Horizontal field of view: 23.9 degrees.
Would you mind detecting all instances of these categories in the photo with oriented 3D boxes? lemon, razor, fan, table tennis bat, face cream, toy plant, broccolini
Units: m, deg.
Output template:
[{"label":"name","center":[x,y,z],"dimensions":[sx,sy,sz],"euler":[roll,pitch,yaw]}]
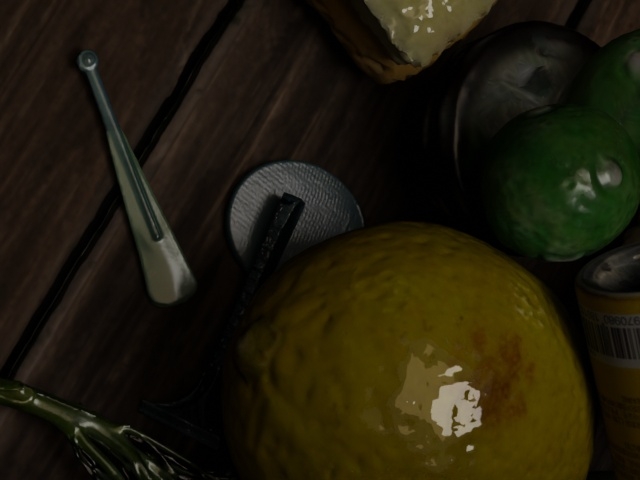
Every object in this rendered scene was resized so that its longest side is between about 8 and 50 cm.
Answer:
[{"label":"lemon","center":[0.061,0.111,1.019],"dimensions":[0.267,0.267,0.267],"euler":[2,86,-23]},{"label":"razor","center":[-0.060,0.052,1.087],"dimensions":[0.066,0.033,0.190],"euler":[23,80,15]},{"label":"fan","center":[-0.135,-0.044,1.074],"dimensions":[0.038,0.016,0.193],"euler":[-23,96,-21]},{"label":"table tennis bat","center":[0.000,0.000,1.128],"dimensions":[0.155,0.019,0.100],"euler":[26,78,-18]},{"label":"face cream","center":[0.252,0.175,0.997],"dimensions":[0.105,0.105,0.348],"euler":[-22,108,-23]},{"label":"toy plant","center":[0.164,-0.068,1.077],"dimensions":[0.218,0.235,0.175],"euler":[-41,108,-25]},{"label":"broccolini","center":[-0.184,0.168,1.027],"dimensions":[0.271,0.062,0.123],"euler":[23,73,-13]}]

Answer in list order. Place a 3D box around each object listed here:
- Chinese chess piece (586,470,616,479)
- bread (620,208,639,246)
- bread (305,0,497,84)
[{"label":"Chinese chess piece","center":[0.220,0.349,1.129],"dimensions":[0.349,0.146,0.349],"euler":[2,85,-22]},{"label":"bread","center":[0.448,0.033,1.132],"dimensions":[0.390,0.279,0.371],"euler":[48,50,-15]},{"label":"bread","center":[0.019,-0.321,1.079],"dimensions":[0.236,0.165,0.375],"euler":[-44,104,-15]}]
